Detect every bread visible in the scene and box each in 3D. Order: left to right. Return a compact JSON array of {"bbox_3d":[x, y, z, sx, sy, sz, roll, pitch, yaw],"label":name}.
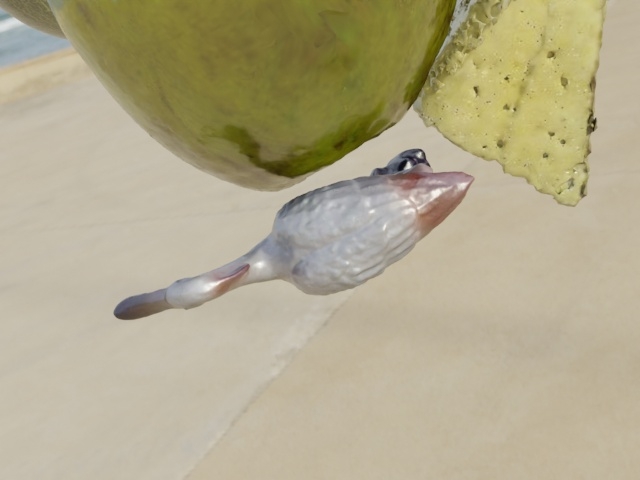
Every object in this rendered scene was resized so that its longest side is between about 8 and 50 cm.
[{"bbox_3d":[0.257,-0.236,0.895,0.315,0.279,0.248,-42,21,32],"label":"bread"}]

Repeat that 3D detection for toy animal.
[{"bbox_3d":[0.001,0.002,0.740,0.324,0.090,0.195,-27,5,-32],"label":"toy animal"}]

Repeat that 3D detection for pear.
[{"bbox_3d":[-0.053,-0.245,0.698,0.352,0.413,0.352,-21,21,8],"label":"pear"}]

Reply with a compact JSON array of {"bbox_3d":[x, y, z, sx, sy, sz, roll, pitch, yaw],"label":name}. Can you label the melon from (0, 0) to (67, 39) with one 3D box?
[{"bbox_3d":[-0.372,-0.415,1.203,0.237,0.301,0.237,-30,36,25],"label":"melon"}]
